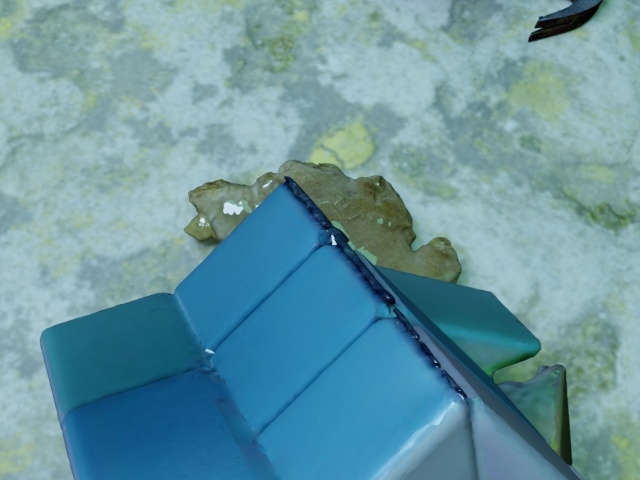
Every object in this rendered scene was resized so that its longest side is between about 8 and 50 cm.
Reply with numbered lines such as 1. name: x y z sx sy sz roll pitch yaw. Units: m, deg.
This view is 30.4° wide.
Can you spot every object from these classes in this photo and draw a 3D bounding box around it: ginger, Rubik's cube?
1. ginger: 0.004 -0.003 0.934 0.213 0.074 0.137 36 69 16
2. Rubik's cube: 0.013 0.185 0.706 0.358 0.368 0.387 -17 29 -10

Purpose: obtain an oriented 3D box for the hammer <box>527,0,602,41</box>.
1. hammer: 0.126 -0.272 1.076 0.290 0.037 0.137 19 65 1
